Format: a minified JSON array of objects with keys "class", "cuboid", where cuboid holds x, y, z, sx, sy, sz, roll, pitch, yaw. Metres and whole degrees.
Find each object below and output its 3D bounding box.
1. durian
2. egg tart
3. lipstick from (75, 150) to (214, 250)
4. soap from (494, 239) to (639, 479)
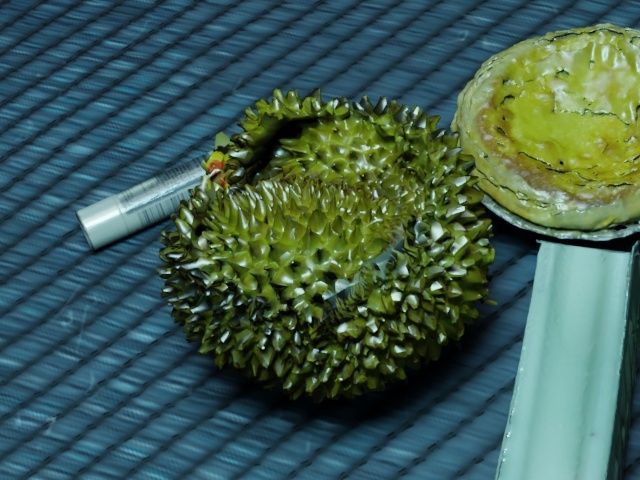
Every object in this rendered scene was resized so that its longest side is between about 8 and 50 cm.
[{"class":"durian","cuboid":[0.000,0.011,1.456,0.293,0.258,0.258,1,51,25]},{"class":"egg tart","cuboid":[0.227,-0.084,1.567,0.234,0.094,0.234,-4,50,5]},{"class":"lipstick","cuboid":[-0.149,-0.037,1.638,0.141,0.040,0.040,-25,51,-9]},{"class":"soap","cuboid":[0.189,0.130,1.365,0.094,0.150,0.261,8,53,11]}]
